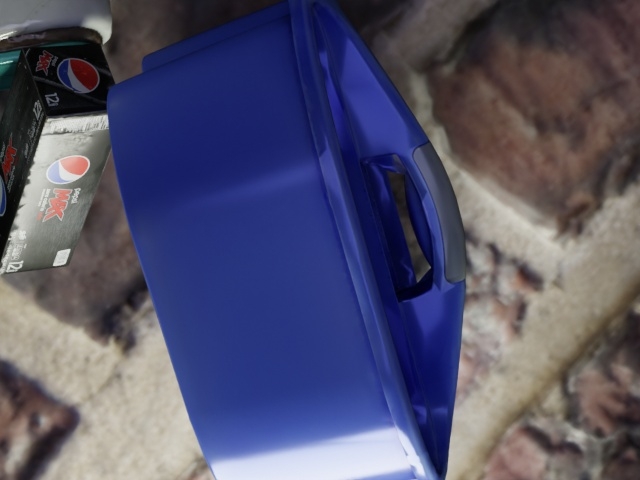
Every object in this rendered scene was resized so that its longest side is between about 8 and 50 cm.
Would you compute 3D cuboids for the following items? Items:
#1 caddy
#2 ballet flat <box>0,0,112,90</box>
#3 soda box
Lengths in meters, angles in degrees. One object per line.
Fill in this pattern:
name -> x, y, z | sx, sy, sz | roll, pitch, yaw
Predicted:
caddy -> 0.000, 0.000, 1.029 | 0.179, 0.241, 0.341 | -13, 105, 9
ballet flat -> -0.337, -0.135, 1.056 | 0.400, 0.139, 0.139 | -13, 104, -2
soda box -> -0.177, -0.050, 1.052 | 0.053, 0.060, 0.169 | -7, 147, -28
